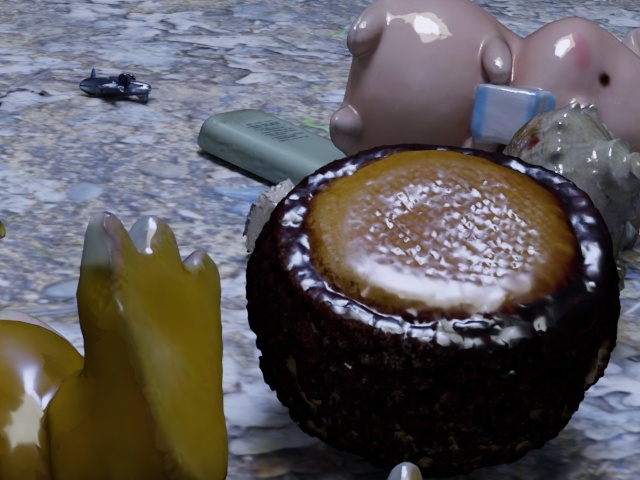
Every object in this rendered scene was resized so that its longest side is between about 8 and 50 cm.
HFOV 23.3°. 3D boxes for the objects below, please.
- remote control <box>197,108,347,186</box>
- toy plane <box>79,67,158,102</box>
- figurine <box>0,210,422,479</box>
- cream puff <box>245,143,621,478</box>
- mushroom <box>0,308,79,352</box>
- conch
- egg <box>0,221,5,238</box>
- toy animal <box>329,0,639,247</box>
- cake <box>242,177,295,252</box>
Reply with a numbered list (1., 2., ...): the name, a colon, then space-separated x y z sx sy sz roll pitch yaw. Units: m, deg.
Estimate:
1. remote control: 0.006 -0.066 1.448 0.090 0.038 0.309 -15 29 -42
2. toy plane: -0.220 -0.167 1.675 0.083 0.031 0.078 10 6 7
3. figurine: -0.170 0.144 0.472 0.387 0.268 0.401 -20 -29 28
4. cream puff: 0.069 0.046 0.979 0.239 0.164 0.239 1 38 -1
5. mushroom: -0.190 0.083 0.987 0.084 0.067 0.083 32 -3 2
6. conch: 0.146 -0.001 1.167 0.245 0.163 0.178 -21 1 43
7. egg: -0.378 -0.013 1.075 0.264 0.174 0.286 22 1 44
8. toy animal: 0.162 -0.116 1.308 0.256 0.195 0.213 17 9 15
9. cake: 0.000 0.000 1.257 0.121 0.065 0.052 22 29 22
